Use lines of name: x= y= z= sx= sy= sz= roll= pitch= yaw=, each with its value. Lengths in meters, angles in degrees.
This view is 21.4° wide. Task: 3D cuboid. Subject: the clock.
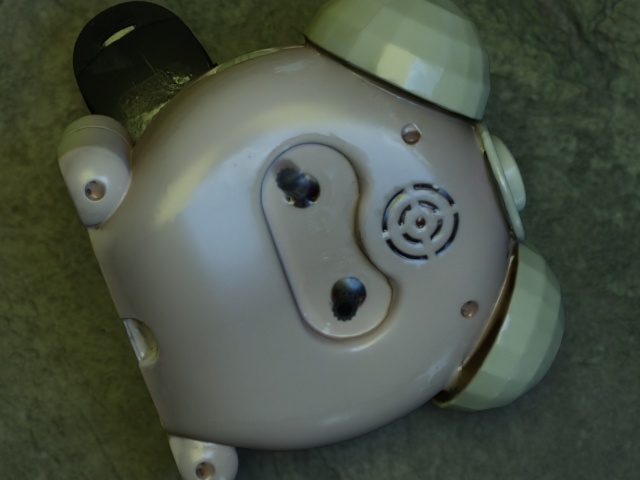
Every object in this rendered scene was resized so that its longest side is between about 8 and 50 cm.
clock: x=0.000 y=0.000 z=1.265 sx=0.326 sy=0.184 sz=0.342 roll=-21 pitch=112 yaw=-6

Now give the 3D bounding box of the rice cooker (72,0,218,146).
rice cooker: x=-0.132 y=-0.114 z=1.374 sx=0.112 sy=0.106 sz=0.165 roll=-30 pitch=81 yaw=-5
